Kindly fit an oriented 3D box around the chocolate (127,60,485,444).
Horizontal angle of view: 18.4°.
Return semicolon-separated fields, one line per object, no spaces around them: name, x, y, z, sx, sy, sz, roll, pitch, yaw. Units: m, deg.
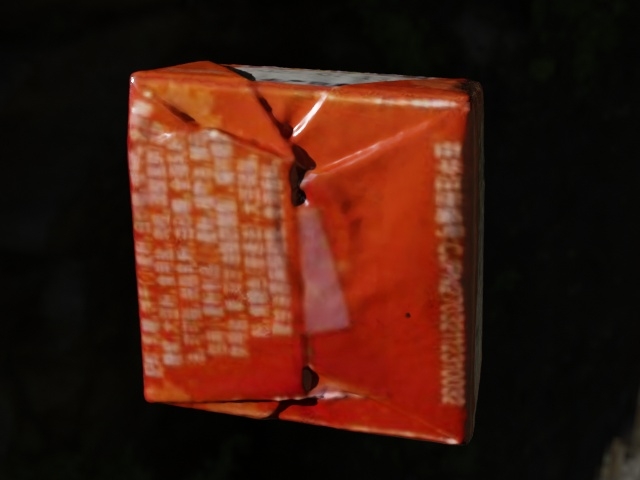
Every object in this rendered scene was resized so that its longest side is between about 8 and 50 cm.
chocolate;0.000;0.000;1.304;0.108;0.235;0.237;-42;-46;-63
